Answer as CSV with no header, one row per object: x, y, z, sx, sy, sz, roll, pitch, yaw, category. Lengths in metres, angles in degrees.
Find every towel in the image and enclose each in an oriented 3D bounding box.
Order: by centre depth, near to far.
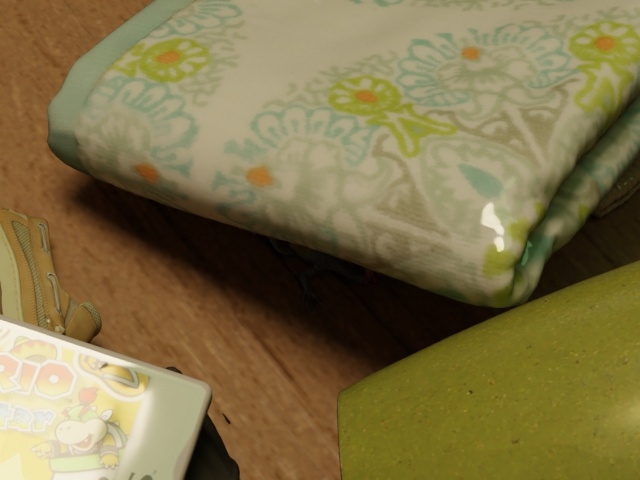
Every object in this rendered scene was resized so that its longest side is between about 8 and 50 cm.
0.061,-0.123,0.948,0.320,0.090,0.374,16,44,31,towel

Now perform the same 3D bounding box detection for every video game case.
-0.187,0.125,0.689,0.227,0.026,0.206,18,63,-2,video game case

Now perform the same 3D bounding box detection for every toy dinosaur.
0.000,0.000,0.946,0.082,0.047,0.090,23,37,-17,toy dinosaur

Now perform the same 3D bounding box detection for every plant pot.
0.161,0.127,0.758,0.293,0.275,0.275,-7,51,4,plant pot

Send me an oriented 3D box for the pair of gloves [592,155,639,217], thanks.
0.091,-0.075,1.023,0.240,0.042,0.204,-25,60,-29,pair of gloves

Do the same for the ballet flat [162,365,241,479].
-0.060,0.200,0.745,0.096,0.095,0.280,11,60,-15,ballet flat

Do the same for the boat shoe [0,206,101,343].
-0.158,0.051,0.858,0.072,0.068,0.190,-1,51,-27,boat shoe
